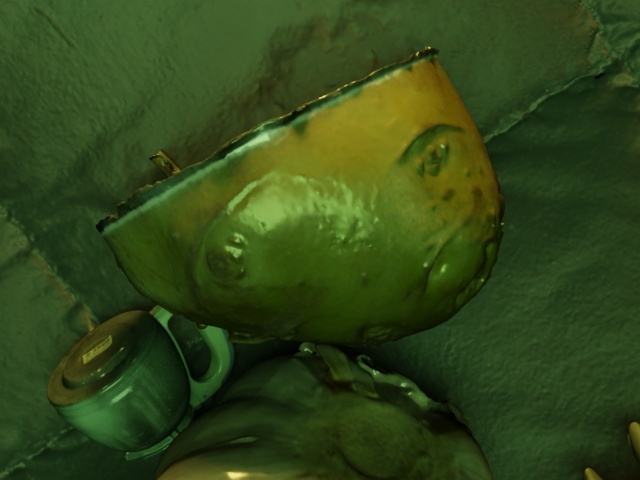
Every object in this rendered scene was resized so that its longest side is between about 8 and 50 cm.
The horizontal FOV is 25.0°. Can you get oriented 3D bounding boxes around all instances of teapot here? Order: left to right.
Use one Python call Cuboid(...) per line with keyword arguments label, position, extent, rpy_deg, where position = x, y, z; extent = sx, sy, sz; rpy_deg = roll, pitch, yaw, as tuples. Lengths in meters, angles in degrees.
Cuboid(label="teapot", position=(-0.149, 0.117, 1.213), extent=(0.111, 0.149, 0.108), rpy_deg=(-12, 124, 38))

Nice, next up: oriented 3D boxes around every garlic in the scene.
Cuboid(label="garlic", position=(0.006, 0.239, 1.134), extent=(0.322, 0.322, 0.241), rpy_deg=(-5, 130, -2))

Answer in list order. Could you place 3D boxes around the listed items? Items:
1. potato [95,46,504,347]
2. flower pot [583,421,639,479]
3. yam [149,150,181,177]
Cuboid(label="potato", position=(0.000, 0.000, 1.103), extent=(0.300, 0.246, 0.196), rpy_deg=(-26, 88, -3))
Cuboid(label="flower pot", position=(0.374, 0.259, 1.229), extent=(0.368, 0.164, 0.254), rpy_deg=(-21, 108, 0))
Cuboid(label="yam", position=(-0.104, -0.034, 1.212), extent=(0.014, 0.014, 0.107), rpy_deg=(-40, 103, 6))
